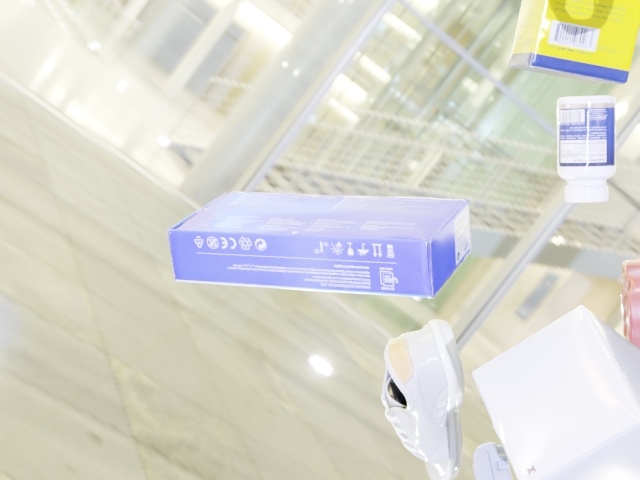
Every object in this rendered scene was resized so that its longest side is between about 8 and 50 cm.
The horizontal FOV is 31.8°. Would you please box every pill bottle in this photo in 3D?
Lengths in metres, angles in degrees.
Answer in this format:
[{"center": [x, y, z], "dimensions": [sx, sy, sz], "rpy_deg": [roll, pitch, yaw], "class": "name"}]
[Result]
[{"center": [0.430, -0.148, 1.814], "dimensions": [0.094, 0.169, 0.094], "rpy_deg": [-1, 6, 0], "class": "pill bottle"}]

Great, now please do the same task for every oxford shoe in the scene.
[{"center": [0.173, 0.289, 1.944], "dimensions": [0.449, 0.130, 0.169], "rpy_deg": [80, -6, -53], "class": "oxford shoe"}]

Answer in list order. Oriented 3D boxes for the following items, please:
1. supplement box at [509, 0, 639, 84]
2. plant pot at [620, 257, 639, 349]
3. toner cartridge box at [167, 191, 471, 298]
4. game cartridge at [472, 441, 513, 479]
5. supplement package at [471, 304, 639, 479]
[{"center": [0.508, -0.492, 2.157], "dimensions": [0.195, 0.357, 0.194], "rpy_deg": [10, 8, -4], "class": "supplement box"}, {"center": [0.669, 0.127, 1.972], "dimensions": [0.265, 0.272, 0.272], "rpy_deg": [-2, -4, 12], "class": "plant pot"}, {"center": [0.000, 0.000, 1.414], "dimensions": [0.347, 0.075, 0.165], "rpy_deg": [3, 19, 24], "class": "toner cartridge box"}, {"center": [0.268, 0.443, 1.551], "dimensions": [0.196, 0.060, 0.294], "rpy_deg": [55, 22, -61], "class": "game cartridge"}, {"center": [0.362, 0.238, 1.461], "dimensions": [0.293, 0.175, 0.177], "rpy_deg": [31, 30, -48], "class": "supplement package"}]
